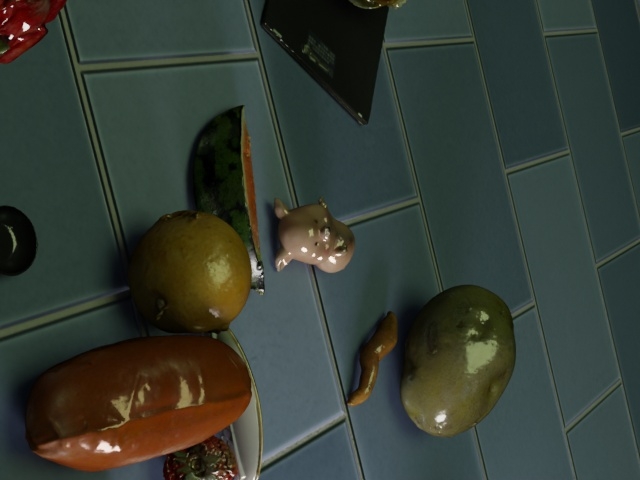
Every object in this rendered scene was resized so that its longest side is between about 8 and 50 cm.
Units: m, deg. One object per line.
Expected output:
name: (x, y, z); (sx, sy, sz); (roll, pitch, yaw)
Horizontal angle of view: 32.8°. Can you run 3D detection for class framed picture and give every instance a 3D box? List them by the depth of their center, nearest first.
framed picture: (0.022, -0.376, 1.621); (0.255, 0.014, 0.339); (39, 51, -42)

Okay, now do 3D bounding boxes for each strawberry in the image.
strawberry: (-0.128, 0.248, 1.182); (0.096, 0.083, 0.083); (62, 32, -62)

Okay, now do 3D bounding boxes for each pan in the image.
pan: (-0.318, 0.006, 1.027); (0.115, 0.023, 0.068); (-20, 98, -57)

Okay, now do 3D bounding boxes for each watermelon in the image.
watermelon: (-0.103, -0.056, 1.325); (0.119, 0.063, 0.245); (26, 54, -70)

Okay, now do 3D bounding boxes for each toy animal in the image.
toy animal: (-0.005, 0.002, 1.430); (0.150, 0.089, 0.083); (27, 37, -45)

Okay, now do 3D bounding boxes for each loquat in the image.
loquat: (-0.140, 0.035, 1.172); (0.141, 0.141, 0.141); (20, 65, -51)

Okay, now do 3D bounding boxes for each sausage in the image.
sausage: (-0.176, 0.157, 1.087); (0.258, 0.133, 0.133); (-4, 84, -48)

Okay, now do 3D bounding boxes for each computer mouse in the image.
computer mouse: (-0.096, 0.182, 1.238); (0.044, 0.102, 0.199); (-12, 90, -16)

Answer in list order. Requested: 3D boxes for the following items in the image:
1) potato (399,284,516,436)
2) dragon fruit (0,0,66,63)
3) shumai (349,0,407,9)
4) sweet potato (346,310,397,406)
potato: (0.202, 0.178, 1.604); (0.178, 0.160, 0.235); (37, 64, -13)
dragon fruit: (-0.325, -0.270, 0.924); (0.244, 0.244, 0.299); (49, 22, -35)
shumai: (0.126, -0.432, 1.593); (0.189, 0.256, 0.218); (33, 78, -6)
sweet potato: (0.077, 0.160, 1.528); (0.044, 0.044, 0.179); (58, 39, -27)
